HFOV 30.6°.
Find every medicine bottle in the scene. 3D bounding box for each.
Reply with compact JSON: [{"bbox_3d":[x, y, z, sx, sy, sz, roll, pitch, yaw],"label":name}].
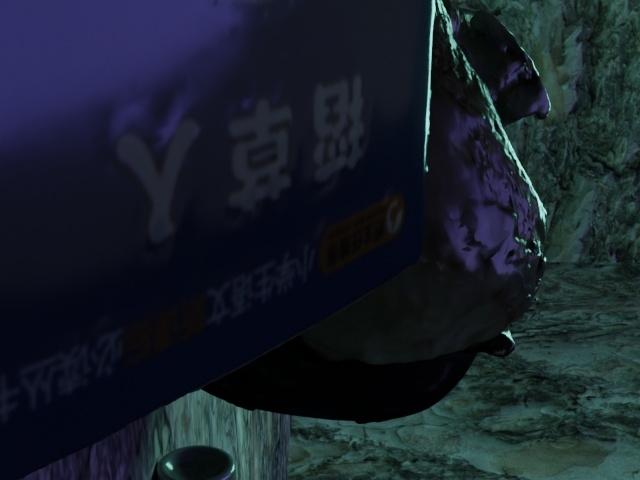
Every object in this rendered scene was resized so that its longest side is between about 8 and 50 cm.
[{"bbox_3d":[-0.090,0.270,0.891,0.059,0.059,0.231,-86,176,-70],"label":"medicine bottle"}]

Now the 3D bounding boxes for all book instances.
[{"bbox_3d":[-0.037,-0.157,0.389,0.300,0.039,0.428,-26,122,-53],"label":"book"}]

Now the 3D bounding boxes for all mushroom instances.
[{"bbox_3d":[0.017,-0.089,0.644,0.130,0.247,0.344,164,-87,-75],"label":"mushroom"}]

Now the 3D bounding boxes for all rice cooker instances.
[{"bbox_3d":[0.000,0.000,0.841,0.267,0.267,0.224,-85,-178,-74],"label":"rice cooker"}]
